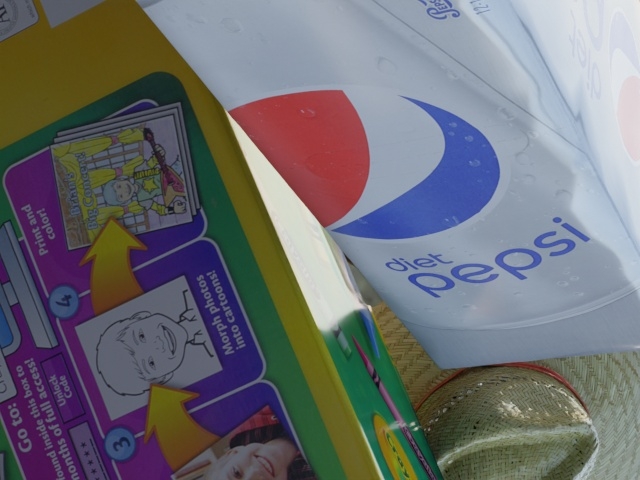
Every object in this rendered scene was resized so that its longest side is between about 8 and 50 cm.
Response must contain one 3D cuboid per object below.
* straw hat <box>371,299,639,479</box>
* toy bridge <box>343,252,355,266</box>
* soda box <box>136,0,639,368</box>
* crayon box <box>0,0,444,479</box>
[{"bbox_3d":[0.066,0.078,0.630,0.061,0.145,0.144,-127,-136,-83],"label":"straw hat"},{"bbox_3d":[0.000,0.000,1.043,0.026,0.188,0.063,-67,162,8],"label":"toy bridge"},{"bbox_3d":[0.030,-0.065,0.486,0.286,0.091,0.098,50,39,-53],"label":"soda box"},{"bbox_3d":[-0.080,0.020,0.601,0.278,0.165,0.081,67,14,9],"label":"crayon box"}]
